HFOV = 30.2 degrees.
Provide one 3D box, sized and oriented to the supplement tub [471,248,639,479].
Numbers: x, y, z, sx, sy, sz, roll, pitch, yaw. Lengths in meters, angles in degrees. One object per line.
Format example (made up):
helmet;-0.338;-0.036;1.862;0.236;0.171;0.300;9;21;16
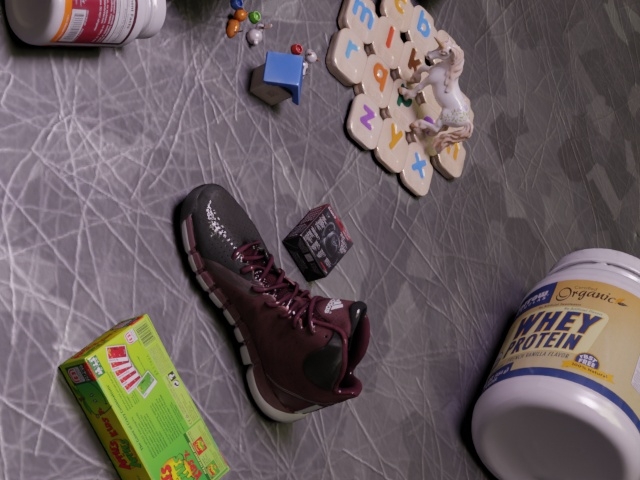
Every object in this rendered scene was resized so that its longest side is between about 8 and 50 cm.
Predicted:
supplement tub;0.356;0.181;1.611;0.228;0.228;0.316;54;43;-21

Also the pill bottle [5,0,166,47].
pill bottle;-0.233;-0.238;1.196;0.152;0.086;0.086;-9;83;-51

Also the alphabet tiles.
alphabet tiles;0.116;-0.211;1.637;0.284;0.021;0.278;38;53;-34

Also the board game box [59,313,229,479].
board game box;-0.169;0.174;1.154;0.092;0.043;0.181;-38;105;-48

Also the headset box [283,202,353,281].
headset box;0.000;0.000;1.420;0.062;0.032;0.083;58;41;-17

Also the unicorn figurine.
unicorn figurine;0.159;-0.202;1.582;0.162;0.111;0.060;57;45;-20

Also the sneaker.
sneaker;-0.030;0.053;1.264;0.106;0.163;0.281;-36;104;-49

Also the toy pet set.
toy pet set;-0.049;-0.227;1.419;0.122;0.065;0.114;31;55;-38
